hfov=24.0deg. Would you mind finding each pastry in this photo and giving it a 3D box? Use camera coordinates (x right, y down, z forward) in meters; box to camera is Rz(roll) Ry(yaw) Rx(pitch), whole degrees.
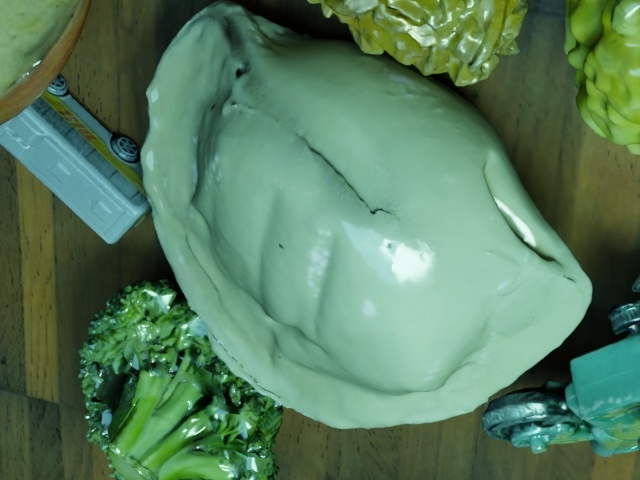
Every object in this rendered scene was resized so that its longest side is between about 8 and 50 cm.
[{"bbox_3d":[0.055,-0.219,1.121,0.250,0.102,0.154,29,81,-3],"label":"pastry"}]

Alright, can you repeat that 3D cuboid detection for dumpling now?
[{"bbox_3d":[0.000,0.000,1.200,0.395,0.233,0.315,40,116,7],"label":"dumpling"}]

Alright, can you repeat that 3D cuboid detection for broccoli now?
[{"bbox_3d":[-0.126,0.147,1.359,0.197,0.176,0.226,4,154,23],"label":"broccoli"}]

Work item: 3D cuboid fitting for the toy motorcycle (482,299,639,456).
[{"bbox_3d":[0.282,0.119,1.185,0.296,0.198,0.109,-30,61,46],"label":"toy motorcycle"}]

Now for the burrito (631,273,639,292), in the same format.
[{"bbox_3d":[0.350,0.032,1.182,0.203,0.064,0.064,-1,117,23],"label":"burrito"}]

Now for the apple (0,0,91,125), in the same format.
[{"bbox_3d":[-0.317,-0.211,1.233,0.292,0.163,0.251,20,79,6],"label":"apple"}]

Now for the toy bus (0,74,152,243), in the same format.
[{"bbox_3d":[-0.227,-0.083,1.332,0.190,0.075,0.064,43,124,-6],"label":"toy bus"}]

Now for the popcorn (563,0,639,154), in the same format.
[{"bbox_3d":[0.268,-0.157,1.016,0.249,0.249,0.225,27,160,5],"label":"popcorn"}]
